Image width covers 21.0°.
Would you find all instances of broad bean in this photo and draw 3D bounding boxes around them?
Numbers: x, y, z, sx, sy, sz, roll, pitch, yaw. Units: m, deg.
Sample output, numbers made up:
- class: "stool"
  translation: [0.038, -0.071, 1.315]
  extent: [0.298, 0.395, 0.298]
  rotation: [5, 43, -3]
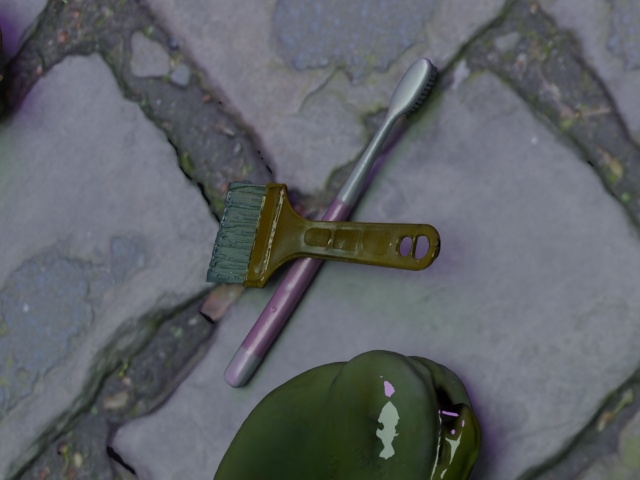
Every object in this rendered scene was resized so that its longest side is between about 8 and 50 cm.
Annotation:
- class: "broad bean"
  translation: [0.017, 0.168, 1.210]
  extent: [0.228, 0.100, 0.169]
  rotation: [-24, 65, 35]

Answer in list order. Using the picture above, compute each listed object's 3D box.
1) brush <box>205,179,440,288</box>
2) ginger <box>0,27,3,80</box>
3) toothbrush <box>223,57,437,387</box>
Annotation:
- class: "brush"
  translation: [0.000, 0.000, 1.253]
  extent: [0.218, 0.010, 0.082]
  rotation: [6, 81, 42]
- class: "ginger"
  translation: [-0.363, -0.166, 1.427]
  extent: [0.267, 0.138, 0.152]
  rotation: [4, 99, 40]
- class: "toothbrush"
  translation: [0.007, -0.010, 1.276]
  extent: [0.020, 0.025, 0.286]
  rotation: [37, 102, 24]
